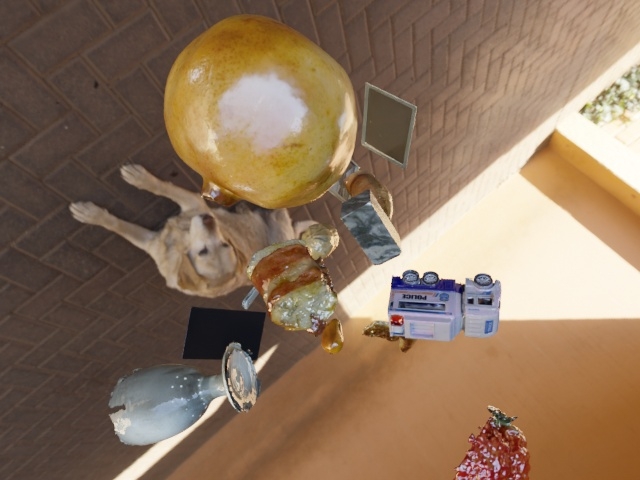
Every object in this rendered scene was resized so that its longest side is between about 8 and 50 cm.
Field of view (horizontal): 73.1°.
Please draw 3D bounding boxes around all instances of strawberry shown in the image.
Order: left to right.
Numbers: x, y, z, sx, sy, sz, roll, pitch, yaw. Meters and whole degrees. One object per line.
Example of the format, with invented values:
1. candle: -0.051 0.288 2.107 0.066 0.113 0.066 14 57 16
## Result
1. strawberry: 0.303 0.428 0.767 0.175 0.106 0.236 27 88 -50

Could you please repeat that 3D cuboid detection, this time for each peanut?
1. peanut: 0.000 0.000 1.620 0.130 0.130 0.290 -44 176 11

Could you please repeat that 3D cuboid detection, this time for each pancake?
1. pancake: 0.295 0.366 1.663 0.257 0.056 0.212 20 148 -24

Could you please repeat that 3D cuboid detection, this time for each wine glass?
1. wine glass: -0.339 0.384 1.074 0.357 0.190 0.190 -18 157 14

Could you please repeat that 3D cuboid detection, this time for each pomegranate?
1. pomegranate: -0.125 -0.240 0.906 0.416 0.417 0.417 -30 153 -18

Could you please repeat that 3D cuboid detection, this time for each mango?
1. mango: 0.056 0.435 1.934 0.105 0.159 0.084 -23 125 27

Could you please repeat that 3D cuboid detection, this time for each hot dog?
1. hot dog: -0.050 0.088 0.803 0.146 0.213 0.103 -16 140 -14

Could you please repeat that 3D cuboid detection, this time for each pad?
1. pad: -0.363 0.360 1.651 0.299 0.005 0.202 9 93 -29

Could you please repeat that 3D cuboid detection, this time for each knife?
1. knife: -0.223 0.165 1.501 0.044 0.023 0.162 88 27 -47

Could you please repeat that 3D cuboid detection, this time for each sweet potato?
1. sweet potato: 0.176 -0.149 1.456 0.131 0.337 0.131 -4 113 -10

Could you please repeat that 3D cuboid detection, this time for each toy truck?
1. toy truck: 0.308 0.170 1.073 0.155 0.268 0.124 -69 154 -46

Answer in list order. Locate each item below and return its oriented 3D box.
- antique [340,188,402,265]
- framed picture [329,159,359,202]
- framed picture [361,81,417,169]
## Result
1. antique: 0.136 -0.028 1.117 0.088 0.086 0.183 -27 115 19
2. framed picture: 0.090 -0.251 1.699 0.015 0.203 0.150 -14 142 42
3. framed picture: 0.218 -0.371 1.406 0.014 0.197 0.252 -41 152 -26
